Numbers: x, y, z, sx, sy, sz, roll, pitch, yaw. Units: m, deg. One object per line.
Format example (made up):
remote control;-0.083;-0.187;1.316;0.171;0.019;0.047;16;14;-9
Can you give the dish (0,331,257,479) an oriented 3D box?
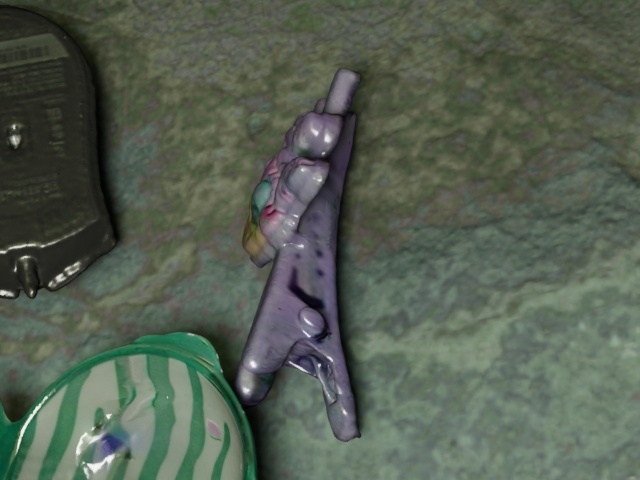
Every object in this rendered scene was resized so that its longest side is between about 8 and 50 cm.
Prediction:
dish;-0.134;0.173;1.017;0.246;0.078;0.224;10;74;27

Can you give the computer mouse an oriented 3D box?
computer mouse;-0.243;-0.062;1.173;0.147;0.088;0.264;-9;62;-2

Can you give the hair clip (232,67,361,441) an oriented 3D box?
hair clip;-0.014;0.001;1.035;0.090;0.137;0.278;6;64;-14
